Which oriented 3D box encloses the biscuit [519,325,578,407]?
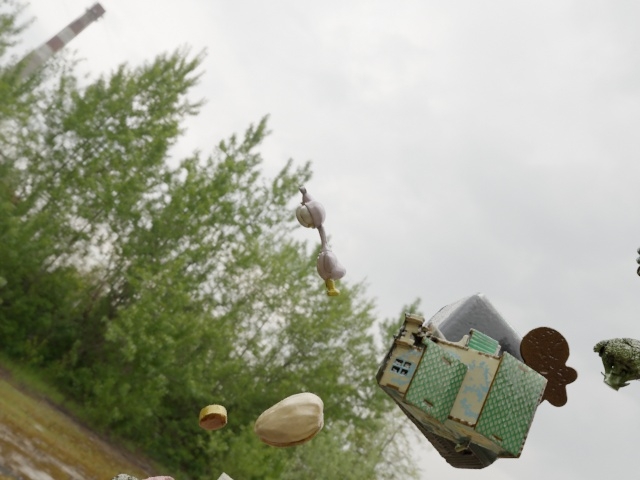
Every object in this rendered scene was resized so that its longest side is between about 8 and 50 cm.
[{"bbox_3d":[0.663,0.371,1.714,0.180,0.236,0.039,1,-6,18],"label":"biscuit"}]

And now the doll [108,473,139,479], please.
[{"bbox_3d":[-0.542,0.798,1.708,0.091,0.203,0.285,-107,-162,-60],"label":"doll"}]

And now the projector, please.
[{"bbox_3d":[0.449,0.436,1.818,0.395,0.405,0.242,49,-28,2],"label":"projector"}]

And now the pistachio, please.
[{"bbox_3d":[-0.095,0.567,1.824,0.157,0.230,0.157,158,-90,-87],"label":"pistachio"}]

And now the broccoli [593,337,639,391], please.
[{"bbox_3d":[0.661,0.268,1.257,0.131,0.120,0.130,40,-2,-14],"label":"broccoli"}]

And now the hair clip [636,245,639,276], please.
[{"bbox_3d":[0.722,-0.021,1.224,0.062,0.213,0.056,22,-16,42],"label":"hair clip"}]

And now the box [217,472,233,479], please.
[{"bbox_3d":[-0.268,0.652,1.488,0.035,0.079,0.083,33,-57,12],"label":"box"}]

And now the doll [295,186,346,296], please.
[{"bbox_3d":[0.001,-0.001,1.865,0.160,0.095,0.364,123,-53,-86],"label":"doll"}]

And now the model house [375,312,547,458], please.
[{"bbox_3d":[0.246,0.240,0.935,0.207,0.178,0.271,13,-29,41],"label":"model house"}]

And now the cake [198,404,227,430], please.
[{"bbox_3d":[-0.313,0.520,1.699,0.084,0.084,0.044,56,13,-38],"label":"cake"}]

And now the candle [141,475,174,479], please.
[{"bbox_3d":[-0.535,0.729,1.527,0.131,0.317,0.287,62,-36,33],"label":"candle"}]
